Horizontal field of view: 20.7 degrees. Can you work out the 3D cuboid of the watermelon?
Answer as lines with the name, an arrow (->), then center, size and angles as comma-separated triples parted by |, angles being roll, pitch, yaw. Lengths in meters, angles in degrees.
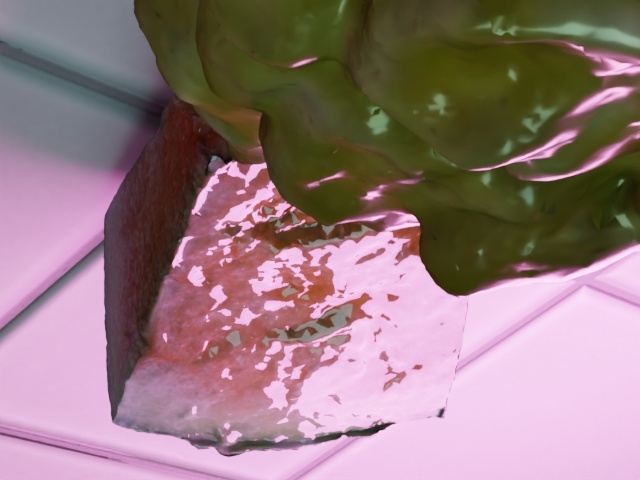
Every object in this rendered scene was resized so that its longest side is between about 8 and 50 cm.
watermelon -> -0.005, -0.006, 1.183 | 0.264, 0.151, 0.302 | -1, 137, -20

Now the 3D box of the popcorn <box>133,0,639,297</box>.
popcorn -> 0.061, -0.130, 0.518 | 0.312, 0.312, 0.312 | -9, 147, -6
